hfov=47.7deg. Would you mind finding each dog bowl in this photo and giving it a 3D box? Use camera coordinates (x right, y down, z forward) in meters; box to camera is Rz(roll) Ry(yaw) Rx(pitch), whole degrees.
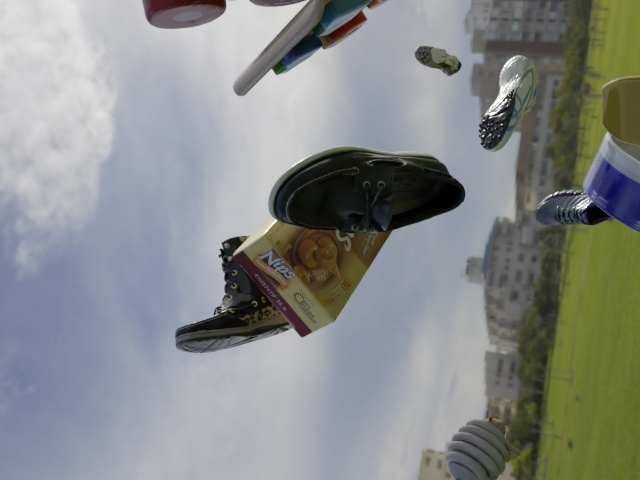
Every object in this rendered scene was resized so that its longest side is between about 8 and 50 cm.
[{"bbox_3d":[0.602,-0.091,1.256,0.265,0.265,0.104,-50,-19,-59],"label":"dog bowl"}]

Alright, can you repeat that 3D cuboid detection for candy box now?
[{"bbox_3d":[0.000,0.000,1.266,0.183,0.088,0.316,52,-144,-11],"label":"candy box"}]

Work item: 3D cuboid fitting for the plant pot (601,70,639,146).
[{"bbox_3d":[0.356,-0.149,0.790,0.081,0.083,0.081,-20,-67,-29],"label":"plant pot"}]

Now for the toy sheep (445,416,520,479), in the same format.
[{"bbox_3d":[0.222,0.304,1.019,0.132,0.091,0.091,-47,-36,-32],"label":"toy sheep"}]

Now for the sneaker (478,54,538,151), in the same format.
[{"bbox_3d":[0.370,-0.255,1.382,0.086,0.085,0.237,39,-122,-22],"label":"sneaker"}]

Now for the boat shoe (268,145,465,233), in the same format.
[{"bbox_3d":[0.086,-0.064,1.094,0.340,0.113,0.127,-5,-58,-39],"label":"boat shoe"}]

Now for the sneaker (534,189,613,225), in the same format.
[{"bbox_3d":[0.582,-0.069,1.645,0.098,0.224,0.083,-37,-73,-46],"label":"sneaker"}]

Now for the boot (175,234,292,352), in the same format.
[{"bbox_3d":[-0.159,0.090,1.250,0.236,0.085,0.178,-9,-110,-33],"label":"boot"}]

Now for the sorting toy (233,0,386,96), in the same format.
[{"bbox_3d":[0.018,-0.234,0.758,0.208,0.193,0.038,-43,-81,-32],"label":"sorting toy"}]

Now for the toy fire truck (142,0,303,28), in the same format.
[{"bbox_3d":[-0.120,-0.364,0.946,0.254,0.302,0.169,-86,-17,-89],"label":"toy fire truck"}]

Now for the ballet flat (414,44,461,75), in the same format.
[{"bbox_3d":[0.212,-0.320,1.271,0.114,0.041,0.041,8,-91,-47],"label":"ballet flat"}]
